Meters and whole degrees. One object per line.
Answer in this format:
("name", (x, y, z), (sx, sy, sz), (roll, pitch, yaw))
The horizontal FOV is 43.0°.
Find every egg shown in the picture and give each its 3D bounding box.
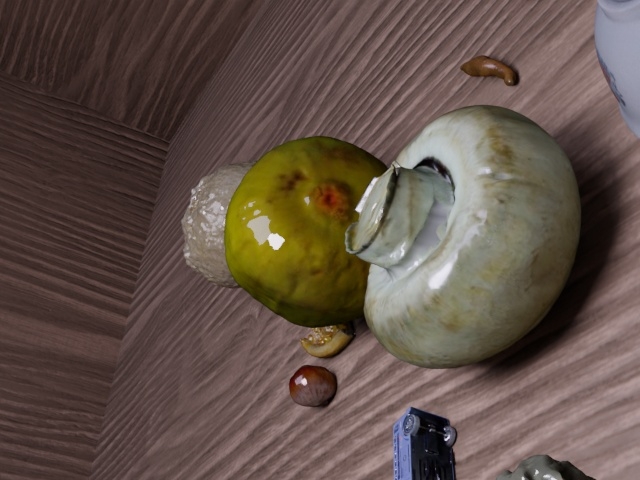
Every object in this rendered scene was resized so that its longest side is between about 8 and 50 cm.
("egg", (-0.184, -0.042, 1.906), (0.310, 0.279, 0.279), (-57, 20, -13))

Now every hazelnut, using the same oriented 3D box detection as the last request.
("hazelnut", (-0.015, 0.266, 1.482), (0.086, 0.086, 0.086), (-48, 29, 39))

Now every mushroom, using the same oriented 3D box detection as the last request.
("mushroom", (0.173, -0.006, 1.063), (0.352, 0.260, 0.352), (-56, 20, 34))

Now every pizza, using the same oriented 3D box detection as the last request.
("pizza", (0.017, 0.161, 1.546), (0.178, 0.041, 0.131), (-1, 67, 66))

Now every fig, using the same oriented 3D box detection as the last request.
("fig", (-0.010, -0.004, 1.401), (0.343, 0.343, 0.343), (-48, 29, 39))

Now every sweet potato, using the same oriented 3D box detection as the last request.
("sweet potato", (0.279, -0.289, 1.366), (0.044, 0.044, 0.179), (-65, 22, 8))

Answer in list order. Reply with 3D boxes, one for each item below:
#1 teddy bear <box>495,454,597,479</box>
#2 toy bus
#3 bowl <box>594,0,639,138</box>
("teddy bear", (0.237, 0.404, 0.624), (0.367, 0.224, 0.357), (-112, 35, -57))
("toy bus", (0.138, 0.314, 1.094), (0.076, 0.073, 0.167), (-51, 24, 41))
("bowl", (0.416, -0.286, 0.908), (0.345, 0.157, 0.345), (-47, 31, 40))
